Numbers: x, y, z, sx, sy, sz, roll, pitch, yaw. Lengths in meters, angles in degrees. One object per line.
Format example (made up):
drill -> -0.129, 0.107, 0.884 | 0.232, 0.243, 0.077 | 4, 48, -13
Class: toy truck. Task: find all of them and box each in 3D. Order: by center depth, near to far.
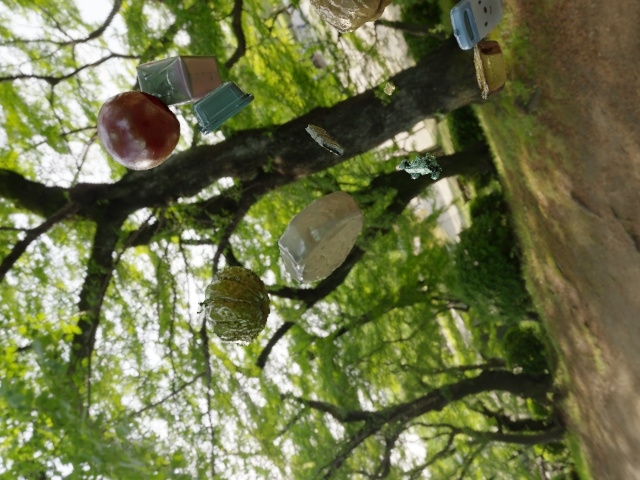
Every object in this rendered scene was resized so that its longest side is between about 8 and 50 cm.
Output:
toy truck -> 0.331, -0.252, 1.742 | 0.080, 0.078, 0.154 | 32, 172, -23

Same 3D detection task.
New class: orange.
orange -> -0.297, 0.249, 1.961 | 0.300, 0.224, 0.301 | -71, -28, -49

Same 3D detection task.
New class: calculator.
calculator -> 0.419, -0.602, 1.418 | 0.039, 0.210, 0.121 | 14, 141, 51

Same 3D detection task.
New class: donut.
donut -> 0.500, -0.511, 1.568 | 0.184, 0.074, 0.166 | 51, -152, -63

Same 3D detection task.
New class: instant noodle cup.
instant noodle cup -> -0.251, -0.335, 1.308 | 0.070, 0.157, 0.179 | 55, 176, -22

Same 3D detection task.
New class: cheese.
cheese -> 0.000, 0.000, 1.606 | 0.115, 0.317, 0.327 | 42, -147, 23

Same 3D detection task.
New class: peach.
peach -> -0.523, -0.320, 1.538 | 0.243, 0.244, 0.199 | 57, -167, -59

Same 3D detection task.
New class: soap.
soap -> -0.431, -0.492, 1.644 | 0.199, 0.182, 0.138 | -40, -57, -61
soap -> 0.234, -0.514, 1.796 | 0.034, 0.012, 0.089 | 34, 174, 0

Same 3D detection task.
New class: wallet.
wallet -> 0.017, -0.393, 2.044 | 0.110, 0.039, 0.155 | 18, -155, -42

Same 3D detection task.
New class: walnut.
walnut -> 0.063, -0.677, 1.373 | 0.257, 0.225, 0.256 | 27, 135, 30
